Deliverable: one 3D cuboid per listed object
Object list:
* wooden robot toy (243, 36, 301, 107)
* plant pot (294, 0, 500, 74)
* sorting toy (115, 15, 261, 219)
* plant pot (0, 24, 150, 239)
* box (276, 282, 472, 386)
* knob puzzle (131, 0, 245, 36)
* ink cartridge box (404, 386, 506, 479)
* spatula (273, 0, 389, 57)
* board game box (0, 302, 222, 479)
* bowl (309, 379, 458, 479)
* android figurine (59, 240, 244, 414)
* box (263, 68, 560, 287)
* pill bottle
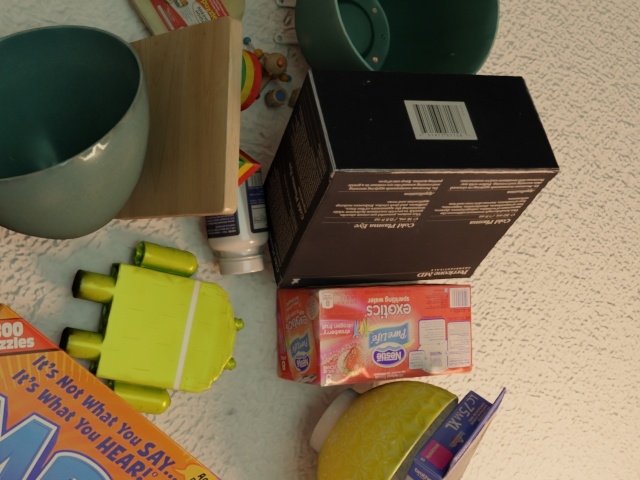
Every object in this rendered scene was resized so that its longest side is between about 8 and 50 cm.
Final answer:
[{"bbox_3d":[-0.077,-0.262,1.446,0.173,0.079,0.076,40,69,-23],"label":"wooden robot toy"},{"bbox_3d":[0.092,-0.355,1.441,0.293,0.235,0.293,1,88,-28],"label":"plant pot"},{"bbox_3d":[-0.182,-0.159,1.289,0.089,0.255,0.257,5,85,-47],"label":"sorting toy"},{"bbox_3d":[-0.347,-0.114,1.193,0.290,0.290,0.195,-43,145,-25],"label":"plant pot"},{"bbox_3d":[0.091,0.148,1.495,0.300,0.142,0.154,-1,88,-31],"label":"box"},{"bbox_3d":[-0.198,-0.380,1.407,0.213,0.030,0.213,1,87,-30],"label":"knob puzzle"},{"bbox_3d":[0.189,0.367,1.459,0.065,0.311,0.186,35,45,18],"label":"ink cartridge box"},{"bbox_3d":[0.024,-0.394,1.547,0.242,0.019,0.168,-5,92,-31],"label":"spatula"},{"bbox_3d":[-0.393,0.315,1.075,0.356,0.356,0.356,46,67,-22],"label":"board game box"},{"bbox_3d":[0.077,0.325,1.453,0.156,0.289,0.289,33,66,19],"label":"bowl"},{"bbox_3d":[-0.239,0.131,1.349,0.273,0.056,0.248,13,81,-29],"label":"android figurine"},{"bbox_3d":[0.114,-0.085,1.365,0.343,0.312,0.179,-1,58,-20],"label":"box"},{"bbox_3d":[-0.129,-0.035,1.398,0.094,0.094,0.169,-7,92,-31],"label":"pill bottle"}]
